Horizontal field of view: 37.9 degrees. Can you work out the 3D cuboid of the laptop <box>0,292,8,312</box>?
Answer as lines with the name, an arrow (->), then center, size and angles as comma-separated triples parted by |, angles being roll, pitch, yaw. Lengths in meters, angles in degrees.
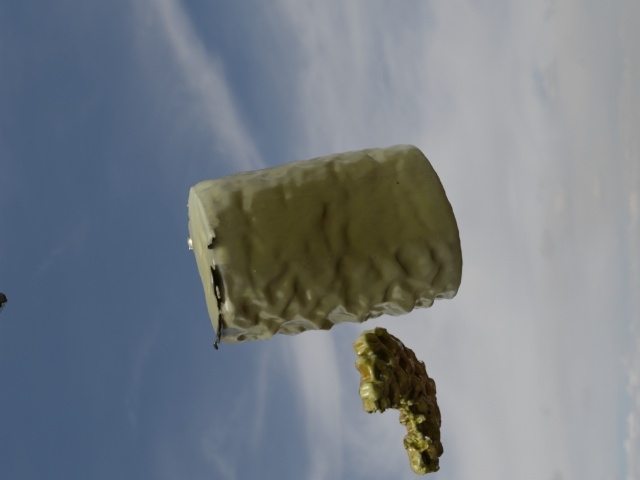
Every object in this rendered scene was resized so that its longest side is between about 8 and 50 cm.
laptop -> -0.452, 0.093, 1.083 | 0.153, 0.207, 0.026 | -4, -101, -25

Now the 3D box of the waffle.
waffle -> 0.099, 0.188, 1.117 | 0.194, 0.051, 0.149 | 48, -151, -47

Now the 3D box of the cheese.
cheese -> 0.000, 0.000, 0.627 | 0.094, 0.167, 0.123 | 96, 159, -49
